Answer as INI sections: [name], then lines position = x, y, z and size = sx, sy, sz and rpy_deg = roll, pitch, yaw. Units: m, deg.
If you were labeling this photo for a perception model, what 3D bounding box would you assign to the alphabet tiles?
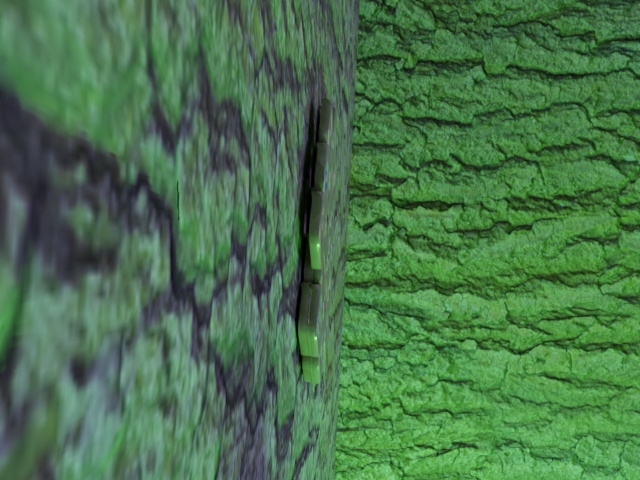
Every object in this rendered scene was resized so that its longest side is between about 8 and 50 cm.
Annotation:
[alphabet tiles]
position = 0.000, 0.000, 0.741
size = 0.278, 0.021, 0.284
rpy_deg = 88, 7, -58
